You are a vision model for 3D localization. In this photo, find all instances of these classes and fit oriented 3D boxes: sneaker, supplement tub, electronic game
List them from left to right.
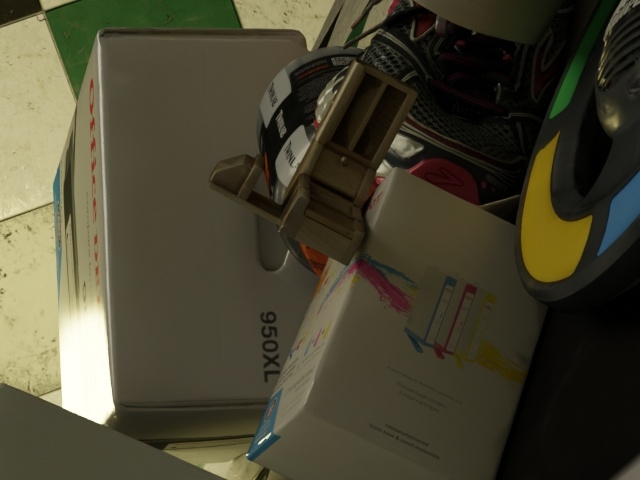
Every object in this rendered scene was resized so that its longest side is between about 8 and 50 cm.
[{"bbox_3d":[0.022,-0.045,0.939,0.117,0.117,0.190,-62,17,19],"label":"supplement tub"},{"bbox_3d":[0.080,-0.111,0.806,0.112,0.121,0.299,-57,10,35],"label":"sneaker"},{"bbox_3d":[0.137,-0.078,0.563,0.229,0.048,0.229,-63,7,14],"label":"electronic game"}]

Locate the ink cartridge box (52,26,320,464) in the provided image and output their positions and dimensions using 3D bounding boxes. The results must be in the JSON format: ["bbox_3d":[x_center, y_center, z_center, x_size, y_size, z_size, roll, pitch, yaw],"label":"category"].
[{"bbox_3d":[-0.121,0.026,1.204,0.395,0.166,0.285,135,132,-69],"label":"ink cartridge box"}]

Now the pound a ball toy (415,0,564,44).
[{"bbox_3d":[0.152,-0.246,0.665,0.319,0.136,0.208,-58,-24,18],"label":"pound a ball toy"}]

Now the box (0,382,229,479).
[{"bbox_3d":[-0.166,0.231,1.021,0.345,0.215,0.168,139,155,-74],"label":"box"}]

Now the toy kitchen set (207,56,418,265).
[{"bbox_3d":[-0.002,-0.043,0.643,0.075,0.068,0.083,-62,7,12],"label":"toy kitchen set"}]

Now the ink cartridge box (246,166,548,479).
[{"bbox_3d":[0.041,0.044,0.664,0.143,0.090,0.092,-68,9,-27],"label":"ink cartridge box"}]
